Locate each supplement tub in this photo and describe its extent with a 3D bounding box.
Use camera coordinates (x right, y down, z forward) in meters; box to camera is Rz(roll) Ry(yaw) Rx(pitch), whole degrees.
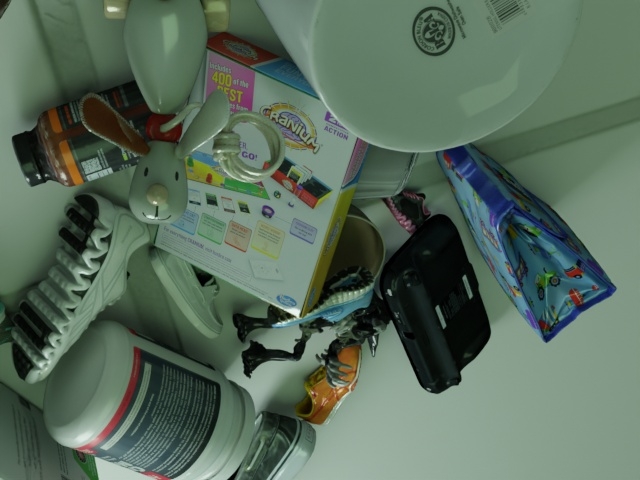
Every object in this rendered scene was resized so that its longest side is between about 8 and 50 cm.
[{"bbox_3d":[-0.251,0.247,1.820,0.272,0.191,0.191,30,111,-35],"label":"supplement tub"},{"bbox_3d":[-0.290,-0.133,1.576,0.198,0.106,0.106,-19,130,-7],"label":"supplement tub"}]

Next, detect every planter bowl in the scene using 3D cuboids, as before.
[{"bbox_3d":[0.000,0.000,1.784,0.162,0.109,0.162,-11,129,-14],"label":"planter bowl"}]

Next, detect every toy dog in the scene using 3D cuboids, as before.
[{"bbox_3d":[-0.179,-0.193,1.451,0.220,0.161,0.334,-19,95,-3],"label":"toy dog"}]

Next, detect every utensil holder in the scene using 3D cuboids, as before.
[{"bbox_3d":[0.073,-0.323,1.391,0.327,0.385,0.327,-10,128,-13],"label":"utensil holder"}]

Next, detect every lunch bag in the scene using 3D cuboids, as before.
[{"bbox_3d":[0.269,-0.028,1.793,0.138,0.221,0.293,-38,129,9],"label":"lunch bag"}]

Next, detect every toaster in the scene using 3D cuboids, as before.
[{"bbox_3d":[0.056,-0.156,1.680,0.146,0.129,0.227,1,123,-26],"label":"toaster"}]

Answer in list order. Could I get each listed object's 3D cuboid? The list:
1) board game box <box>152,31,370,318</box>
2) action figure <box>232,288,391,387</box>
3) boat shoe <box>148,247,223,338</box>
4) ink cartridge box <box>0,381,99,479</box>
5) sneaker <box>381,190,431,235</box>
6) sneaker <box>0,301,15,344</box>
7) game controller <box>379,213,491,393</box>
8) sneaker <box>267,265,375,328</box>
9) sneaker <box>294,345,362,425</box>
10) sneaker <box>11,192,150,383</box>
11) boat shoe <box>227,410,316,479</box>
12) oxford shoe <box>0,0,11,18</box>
[{"bbox_3d":[-0.076,-0.083,1.630,0.242,0.064,0.316,26,122,13],"label":"board game box"},{"bbox_3d":[0.013,0.142,1.878,0.275,0.141,0.164,-12,121,-9],"label":"action figure"},{"bbox_3d":[-0.182,0.069,1.802,0.063,0.066,0.184,-30,120,4],"label":"boat shoe"},{"bbox_3d":[-0.455,0.339,1.800,0.121,0.211,0.289,-36,128,9],"label":"ink cartridge box"},{"bbox_3d":[0.127,-0.058,1.835,0.057,0.047,0.119,-39,137,2],"label":"sneaker"},{"bbox_3d":[-0.502,0.154,1.740,0.166,0.065,0.076,-30,134,4],"label":"sneaker"},{"bbox_3d":[0.186,0.105,1.934,0.166,0.067,0.319,-53,141,-26],"label":"game controller"},{"bbox_3d":[0.004,0.097,1.747,0.162,0.063,0.073,-17,133,-8],"label":"sneaker"},{"bbox_3d":[0.014,0.231,1.995,0.067,0.064,0.175,20,113,-21],"label":"sneaker"},{"bbox_3d":[-0.333,0.078,1.711,0.118,0.110,0.292,16,110,-46],"label":"sneaker"},{"bbox_3d":[-0.141,0.405,2.047,0.119,0.121,0.335,30,109,-15],"label":"boat shoe"},{"bbox_3d":[-0.482,-0.370,1.341,0.133,0.130,0.364,-52,126,-22],"label":"oxford shoe"}]
